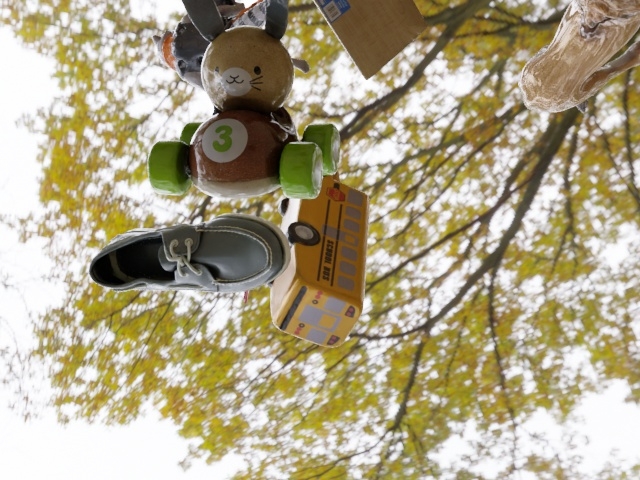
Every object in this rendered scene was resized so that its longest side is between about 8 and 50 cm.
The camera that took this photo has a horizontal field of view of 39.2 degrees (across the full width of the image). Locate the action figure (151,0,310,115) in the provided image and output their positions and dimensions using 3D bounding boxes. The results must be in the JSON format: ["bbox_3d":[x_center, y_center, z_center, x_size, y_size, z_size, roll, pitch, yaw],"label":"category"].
[{"bbox_3d":[-0.183,-0.419,1.704,0.178,0.330,0.341,-1,-99,-59],"label":"action figure"}]

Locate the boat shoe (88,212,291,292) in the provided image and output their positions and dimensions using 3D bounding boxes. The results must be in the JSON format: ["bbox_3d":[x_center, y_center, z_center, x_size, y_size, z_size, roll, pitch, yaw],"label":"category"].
[{"bbox_3d":[-0.191,0.031,1.270,0.099,0.320,0.116,-29,-67,-56],"label":"boat shoe"}]

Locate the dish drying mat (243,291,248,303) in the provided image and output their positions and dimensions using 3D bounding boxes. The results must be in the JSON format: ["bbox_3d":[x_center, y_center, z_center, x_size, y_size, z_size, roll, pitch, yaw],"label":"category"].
[{"bbox_3d":[-0.116,0.061,1.440,0.008,0.083,0.032,9,-141,-3],"label":"dish drying mat"}]

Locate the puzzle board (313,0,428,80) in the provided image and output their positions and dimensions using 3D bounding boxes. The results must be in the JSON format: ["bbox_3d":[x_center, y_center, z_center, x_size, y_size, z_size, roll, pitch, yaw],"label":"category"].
[{"bbox_3d":[0.049,-0.251,0.958,0.096,0.011,0.128,-42,-65,-12],"label":"puzzle board"}]

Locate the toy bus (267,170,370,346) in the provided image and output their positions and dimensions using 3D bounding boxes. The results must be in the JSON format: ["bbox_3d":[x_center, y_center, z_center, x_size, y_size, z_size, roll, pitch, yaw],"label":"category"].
[{"bbox_3d":[0.000,0.000,1.372,0.130,0.108,0.332,20,-143,-10],"label":"toy bus"}]

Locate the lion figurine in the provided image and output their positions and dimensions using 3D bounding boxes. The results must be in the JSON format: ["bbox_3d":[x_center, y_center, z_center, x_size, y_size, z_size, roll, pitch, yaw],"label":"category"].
[{"bbox_3d":[0.320,-0.251,1.056,0.142,0.392,0.240,39,-124,23],"label":"lion figurine"}]

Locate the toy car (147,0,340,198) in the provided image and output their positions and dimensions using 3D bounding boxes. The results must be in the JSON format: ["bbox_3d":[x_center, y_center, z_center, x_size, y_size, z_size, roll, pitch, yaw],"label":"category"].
[{"bbox_3d":[-0.072,-0.143,0.831,0.155,0.149,0.188,2,-69,13],"label":"toy car"}]
